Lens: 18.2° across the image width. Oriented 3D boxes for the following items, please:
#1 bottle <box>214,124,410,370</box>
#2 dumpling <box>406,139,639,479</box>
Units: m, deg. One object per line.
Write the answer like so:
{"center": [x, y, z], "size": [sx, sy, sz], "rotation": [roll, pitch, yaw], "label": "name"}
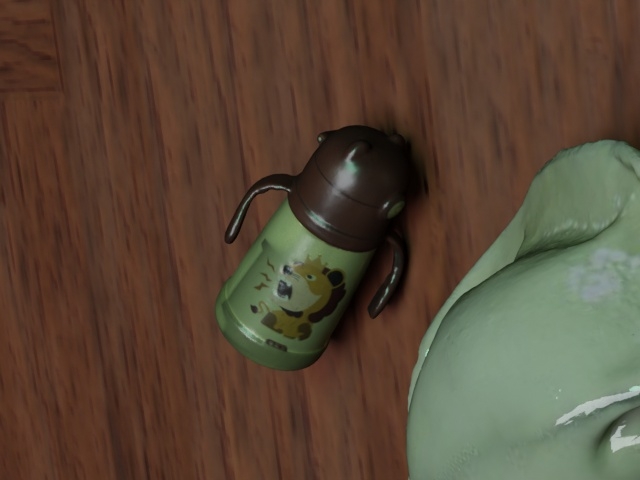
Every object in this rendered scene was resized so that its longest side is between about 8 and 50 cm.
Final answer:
{"center": [-0.002, 0.000, 0.741], "size": [0.101, 0.063, 0.047], "rotation": [-59, 35, 33], "label": "bottle"}
{"center": [0.073, 0.039, 0.657], "size": [0.169, 0.099, 0.134], "rotation": [99, 163, -52], "label": "dumpling"}
